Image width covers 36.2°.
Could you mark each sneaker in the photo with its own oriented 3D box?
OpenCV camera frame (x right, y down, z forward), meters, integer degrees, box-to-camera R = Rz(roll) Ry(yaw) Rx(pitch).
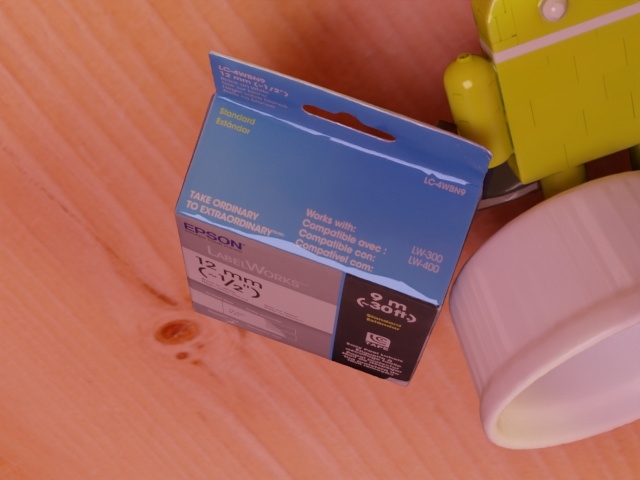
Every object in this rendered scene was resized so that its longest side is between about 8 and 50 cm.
[{"bbox_3d":[0.136,-0.076,0.916,0.192,0.064,0.086,-18,117,30],"label":"sneaker"}]

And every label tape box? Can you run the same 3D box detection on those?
[{"bbox_3d":[0.000,0.000,0.905,0.249,0.115,0.347,20,157,7],"label":"label tape box"}]

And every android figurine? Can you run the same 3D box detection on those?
[{"bbox_3d":[0.220,-0.148,0.789,0.248,0.056,0.272,-18,125,0],"label":"android figurine"}]

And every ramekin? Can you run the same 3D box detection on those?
[{"bbox_3d":[0.248,0.061,0.856,0.277,0.135,0.277,-16,150,-9],"label":"ramekin"}]
